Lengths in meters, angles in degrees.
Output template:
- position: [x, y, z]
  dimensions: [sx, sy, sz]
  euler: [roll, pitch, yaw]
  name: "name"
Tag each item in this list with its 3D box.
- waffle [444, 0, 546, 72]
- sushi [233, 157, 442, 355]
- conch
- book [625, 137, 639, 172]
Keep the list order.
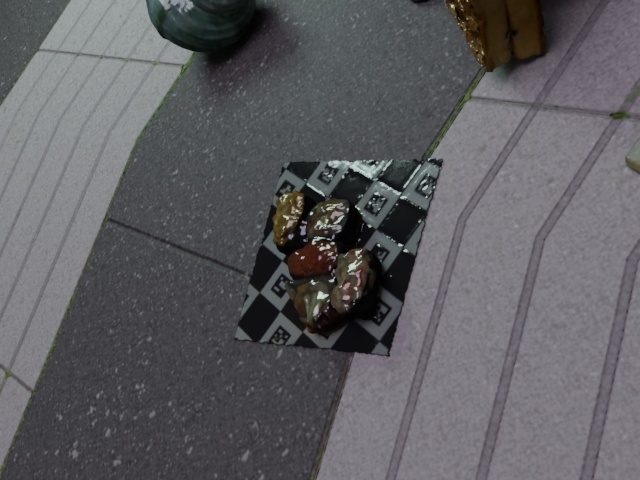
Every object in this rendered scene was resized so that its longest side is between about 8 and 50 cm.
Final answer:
- position: [0.184, -0.385, 0.971]
  dimensions: [0.091, 0.308, 0.212]
  euler: [-21, 52, 4]
  name: "waffle"
- position: [0.000, 0.000, 1.089]
  dimensions: [0.294, 0.059, 0.292]
  euler: [0, 66, 41]
  name: "sushi"
- position: [-0.210, -0.445, 1.455]
  dimensions: [0.220, 0.195, 0.277]
  euler: [-36, 13, -20]
  name: "conch"
- position: [0.472, -0.155, 0.801]
  dimensions: [0.289, 0.026, 0.201]
  euler: [-52, 44, 4]
  name: "book"
